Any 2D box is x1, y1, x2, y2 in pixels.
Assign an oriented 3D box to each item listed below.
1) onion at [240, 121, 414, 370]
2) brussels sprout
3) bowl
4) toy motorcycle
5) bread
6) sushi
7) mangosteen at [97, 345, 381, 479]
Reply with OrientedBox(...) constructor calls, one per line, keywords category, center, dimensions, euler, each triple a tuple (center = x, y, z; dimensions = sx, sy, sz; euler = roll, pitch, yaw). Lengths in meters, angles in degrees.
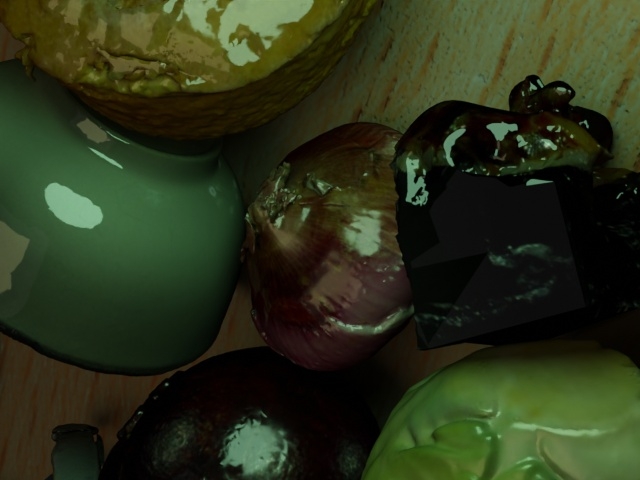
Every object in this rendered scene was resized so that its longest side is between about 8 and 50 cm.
OrientedBox(category="onion", center=(0.000, 0.000, 1.628), dimensions=(0.230, 0.163, 0.230), euler=(-19, 64, 46))
OrientedBox(category="brussels sprout", center=(0.176, 0.221, 1.509), dimensions=(0.344, 0.344, 0.268), euler=(-61, 34, 34))
OrientedBox(category="bowl", center=(-0.208, -0.058, 1.710), dimensions=(0.354, 0.354, 0.185), euler=(44, 118, 22))
OrientedBox(category="toy motorcycle", center=(-0.235, 0.332, 1.937), dimensions=(0.182, 0.319, 0.241), euler=(24, 96, -14))
OrientedBox(category="bread", center=(-0.106, -0.264, 1.571), dimensions=(0.337, 0.204, 0.358), euler=(11, 70, 11))
OrientedBox(category="sushi", center=(0.158, -0.023, 1.482), dimensions=(0.215, 0.227, 0.212), euler=(-19, 83, 37))
OrientedBox(category="mangosteen", center=(-0.066, 0.252, 1.715), dimensions=(0.297, 0.297, 0.293), euler=(-35, 77, 41))
